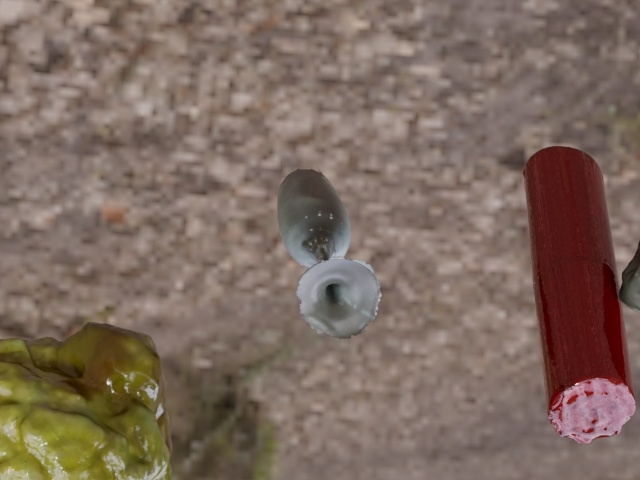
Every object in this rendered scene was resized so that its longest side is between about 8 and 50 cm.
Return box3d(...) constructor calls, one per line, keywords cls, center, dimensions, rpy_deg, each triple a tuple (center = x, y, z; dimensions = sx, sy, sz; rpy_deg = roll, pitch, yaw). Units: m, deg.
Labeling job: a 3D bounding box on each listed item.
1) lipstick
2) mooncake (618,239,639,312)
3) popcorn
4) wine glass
box3d(cls="lipstick", center=(0.201, 0.034, 1.489), dimensions=(0.073, 0.279, 0.073), rpy_deg=(1, 131, 1))
box3d(cls="mooncake", center=(0.301, 0.024, 1.453), dimensions=(0.130, 0.073, 0.125), rpy_deg=(17, -149, 13))
box3d(cls="popcorn", center=(-0.207, 0.168, 1.530), dimensions=(0.251, 0.205, 0.237), rpy_deg=(-16, 162, -44))
box3d(cls="wine glass", center=(0.000, 0.000, 1.596), dimensions=(0.074, 0.074, 0.262), rpy_deg=(6, -160, -9))
